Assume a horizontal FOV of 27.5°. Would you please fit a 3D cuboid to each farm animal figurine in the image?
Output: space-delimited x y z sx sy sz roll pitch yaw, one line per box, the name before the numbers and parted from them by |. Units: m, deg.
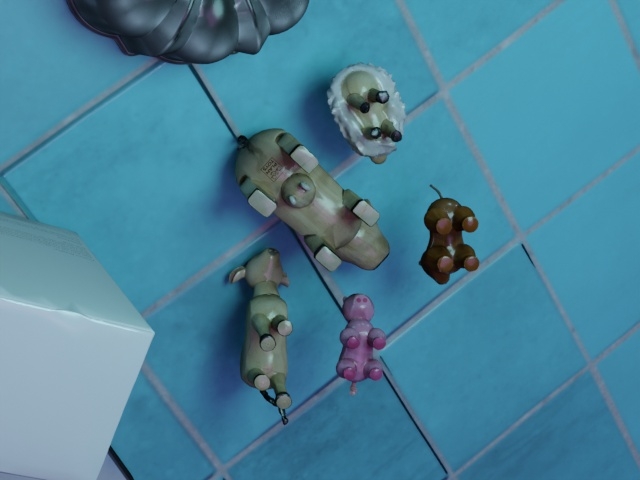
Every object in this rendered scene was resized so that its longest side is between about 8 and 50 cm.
farm animal figurine | 0.000 0.000 1.526 0.330 0.172 0.327 -32 108 -3

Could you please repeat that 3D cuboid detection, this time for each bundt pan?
bundt pan | -0.121 -0.332 1.353 0.331 0.124 0.331 -9 112 -22

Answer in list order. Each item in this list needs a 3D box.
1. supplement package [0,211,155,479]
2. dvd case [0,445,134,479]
supplement package | -0.316 0.095 1.324 0.177 0.293 0.175 17 101 -29
dvd case | -0.366 0.295 1.536 0.253 0.022 0.180 -34 120 -10
